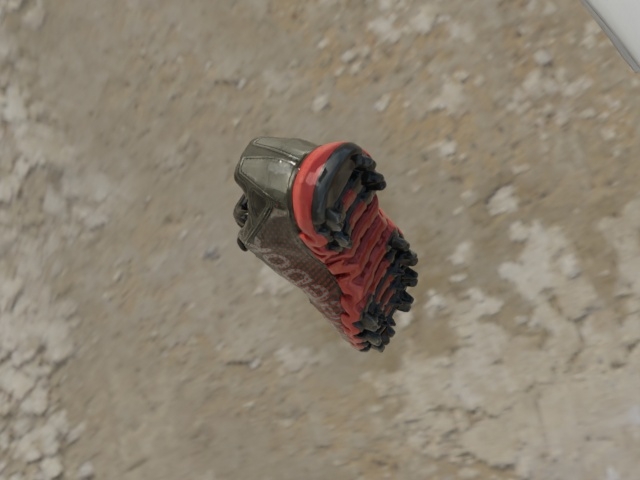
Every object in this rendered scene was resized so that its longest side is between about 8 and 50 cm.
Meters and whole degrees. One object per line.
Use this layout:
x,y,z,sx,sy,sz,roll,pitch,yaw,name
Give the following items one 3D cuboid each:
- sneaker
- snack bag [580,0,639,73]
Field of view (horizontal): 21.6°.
0.000,0.000,1.442,0.135,0.276,0.097,18,64,27,sneaker
0.119,-0.268,0.443,0.342,0.037,0.323,-43,70,24,snack bag
